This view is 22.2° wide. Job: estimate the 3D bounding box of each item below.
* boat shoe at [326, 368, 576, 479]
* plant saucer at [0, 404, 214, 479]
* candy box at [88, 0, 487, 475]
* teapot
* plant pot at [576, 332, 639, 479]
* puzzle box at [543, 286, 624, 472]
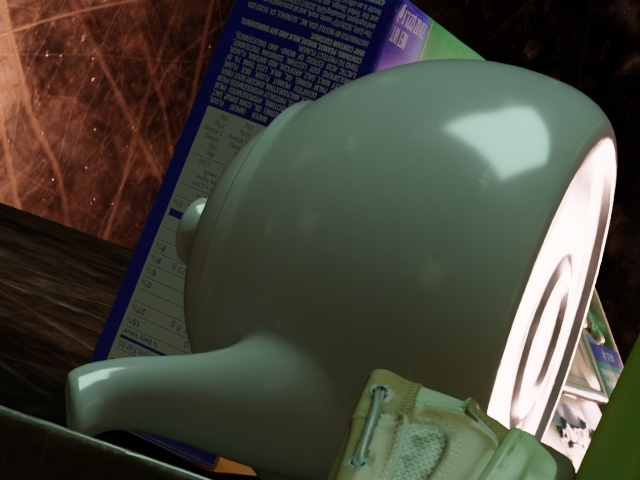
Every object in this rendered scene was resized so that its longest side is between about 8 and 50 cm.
[{"bbox_3d":[-0.011,0.098,0.363,0.072,0.068,0.190,34,41,7],"label":"boat shoe"},{"bbox_3d":[-0.060,0.102,0.558,0.310,0.050,0.310,18,-11,4],"label":"plant saucer"},{"bbox_3d":[0.000,0.000,1.113,0.122,0.317,0.268,23,1,26],"label":"candy box"},{"bbox_3d":[0.022,0.018,0.775,0.187,0.253,0.256,18,-12,18],"label":"teapot"},{"bbox_3d":[0.184,0.141,0.461,0.227,0.228,0.207,22,-7,23],"label":"plant pot"},{"bbox_3d":[0.139,0.107,1.072,0.052,0.272,0.409,-23,-18,20],"label":"puzzle box"}]
